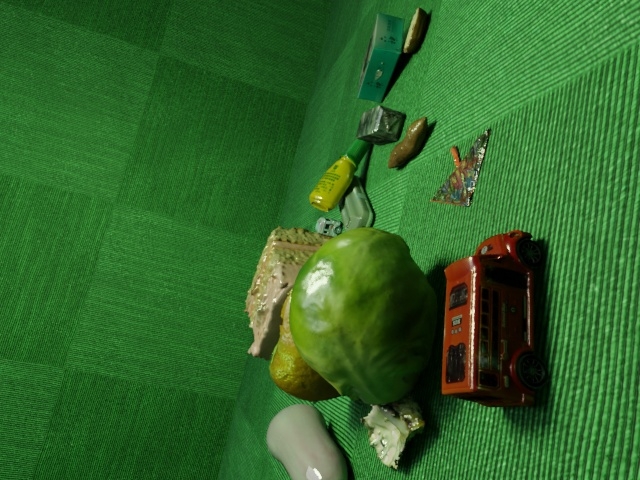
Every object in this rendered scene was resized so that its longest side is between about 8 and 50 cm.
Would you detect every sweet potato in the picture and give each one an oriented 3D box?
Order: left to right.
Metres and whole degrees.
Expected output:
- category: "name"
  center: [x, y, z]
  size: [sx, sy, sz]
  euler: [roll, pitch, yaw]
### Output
- category: "sweet potato"
  center: [0.225, -0.241, 1.296]
  size: [0.218, 0.051, 0.065]
  euler: [125, 153, -57]

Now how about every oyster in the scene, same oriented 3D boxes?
- category: "oyster"
  center: [0.141, 0.359, 0.959]
  size: [0.132, 0.072, 0.208]
  euler: [-121, 28, -45]

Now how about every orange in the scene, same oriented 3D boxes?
- category: "orange"
  center: [0.020, 0.239, 1.167]
  size: [0.196, 0.263, 0.334]
  euler: [48, 124, 56]

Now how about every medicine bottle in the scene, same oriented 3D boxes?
- category: "medicine bottle"
  center: [0.077, -0.233, 1.649]
  size: [0.111, 0.076, 0.308]
  euler: [22, 72, 39]

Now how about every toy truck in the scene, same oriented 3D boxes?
- category: "toy truck"
  center: [0.000, 0.000, 1.806]
  size: [0.080, 0.115, 0.177]
  euler: [-129, 57, -74]
- category: "toy truck"
  center: [0.242, 0.103, 0.715]
  size: [0.107, 0.114, 0.252]
  euler: [131, 150, -64]

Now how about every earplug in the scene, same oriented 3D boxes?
- category: "earplug"
  center: [-0.019, 0.543, 1.225]
  size: [0.301, 0.173, 0.172]
  euler: [-166, 91, -71]

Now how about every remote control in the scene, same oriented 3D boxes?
- category: "remote control"
  center: [0.101, -0.105, 1.615]
  size: [0.335, 0.066, 0.127]
  euler: [-100, 26, -61]

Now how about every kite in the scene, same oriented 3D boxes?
- category: "kite"
  center: [0.284, -0.132, 1.025]
  size: [0.232, 0.009, 0.189]
  euler: [119, 160, -46]

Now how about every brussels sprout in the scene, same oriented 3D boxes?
- category: "brussels sprout"
  center: [0.096, 0.142, 0.940]
  size: [0.268, 0.344, 0.343]
  euler: [-1, 73, 52]

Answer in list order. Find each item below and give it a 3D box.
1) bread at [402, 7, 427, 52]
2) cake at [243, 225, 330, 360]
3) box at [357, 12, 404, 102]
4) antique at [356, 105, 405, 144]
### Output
- category: "bread"
  center: [0.284, -0.625, 1.496]
  size: [0.126, 0.044, 0.129]
  euler: [-96, 20, -75]
- category: "cake"
  center: [-0.057, 0.164, 1.506]
  size: [0.306, 0.294, 0.314]
  euler: [-110, 32, -58]
- category: "box"
  center: [0.194, -0.590, 1.628]
  size: [0.245, 0.092, 0.153]
  euler: [111, 168, -65]
- category: "antique"
  center: [0.181, -0.347, 1.508]
  size: [0.183, 0.088, 0.085]
  euler: [-152, 76, -76]
